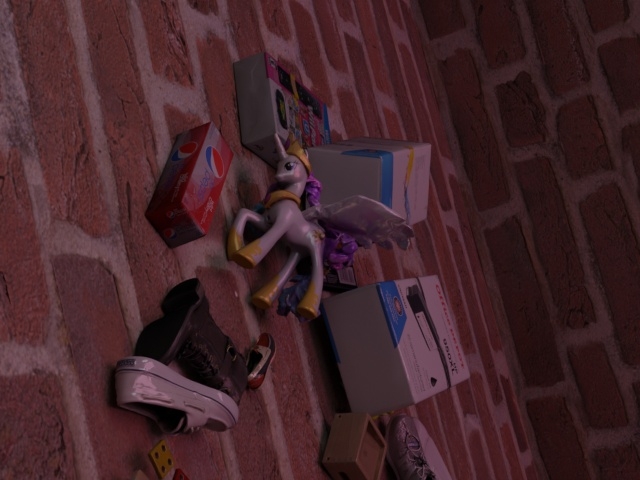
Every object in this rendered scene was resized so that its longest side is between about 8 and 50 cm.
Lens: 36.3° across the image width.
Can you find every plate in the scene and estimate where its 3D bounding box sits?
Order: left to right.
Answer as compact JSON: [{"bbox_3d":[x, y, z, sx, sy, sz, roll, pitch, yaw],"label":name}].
[{"bbox_3d":[0.291,0.647,2.579,0.278,0.045,0.277,63,25,-20],"label":"plate"}]

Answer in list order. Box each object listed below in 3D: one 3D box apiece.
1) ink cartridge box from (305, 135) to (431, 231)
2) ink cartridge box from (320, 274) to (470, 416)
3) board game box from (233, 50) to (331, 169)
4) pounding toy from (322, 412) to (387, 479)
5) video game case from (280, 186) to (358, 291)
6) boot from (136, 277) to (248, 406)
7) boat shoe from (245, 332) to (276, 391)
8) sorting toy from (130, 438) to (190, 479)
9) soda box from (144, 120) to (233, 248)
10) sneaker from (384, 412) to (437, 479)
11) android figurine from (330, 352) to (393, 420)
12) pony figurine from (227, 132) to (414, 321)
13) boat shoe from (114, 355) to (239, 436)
[{"bbox_3d":[0.117,-0.133,2.329,0.270,0.198,0.197,-21,116,-57],"label":"ink cartridge box"},{"bbox_3d":[0.188,0.242,2.334,0.395,0.166,0.285,-3,74,-64],"label":"ink cartridge box"},{"bbox_3d":[-0.081,-0.279,2.325,0.303,0.097,0.224,34,44,-58],"label":"board game box"},{"bbox_3d":[0.073,0.511,2.122,0.181,0.094,0.206,61,34,-38],"label":"pounding toy"},{"bbox_3d":[0.000,0.000,2.388,0.275,0.035,0.248,14,61,-63],"label":"video game case"},{"bbox_3d":[-0.201,0.209,1.694,0.229,0.091,0.263,63,22,-21],"label":"boot"},{"bbox_3d":[-0.123,0.231,1.921,0.043,0.049,0.137,54,33,-34],"label":"boat shoe"},{"bbox_3d":[-0.265,0.427,1.445,0.132,0.046,0.274,58,27,-32],"label":"sorting toy"},{"bbox_3d":[-0.242,-0.110,1.841,0.092,0.083,0.263,57,26,-33],"label":"soda box"},{"bbox_3d":[0.241,0.559,2.392,0.105,0.115,0.281,-4,75,-39],"label":"sneaker"},{"bbox_3d":[0.111,0.323,2.385,0.273,0.056,0.248,53,29,-35],"label":"android figurine"},{"bbox_3d":[-0.026,-0.012,2.060,0.351,0.303,0.363,41,51,-25],"label":"pony figurine"},{"bbox_3d":[-0.230,0.273,1.580,0.267,0.096,0.088,44,40,-48],"label":"boat shoe"}]
